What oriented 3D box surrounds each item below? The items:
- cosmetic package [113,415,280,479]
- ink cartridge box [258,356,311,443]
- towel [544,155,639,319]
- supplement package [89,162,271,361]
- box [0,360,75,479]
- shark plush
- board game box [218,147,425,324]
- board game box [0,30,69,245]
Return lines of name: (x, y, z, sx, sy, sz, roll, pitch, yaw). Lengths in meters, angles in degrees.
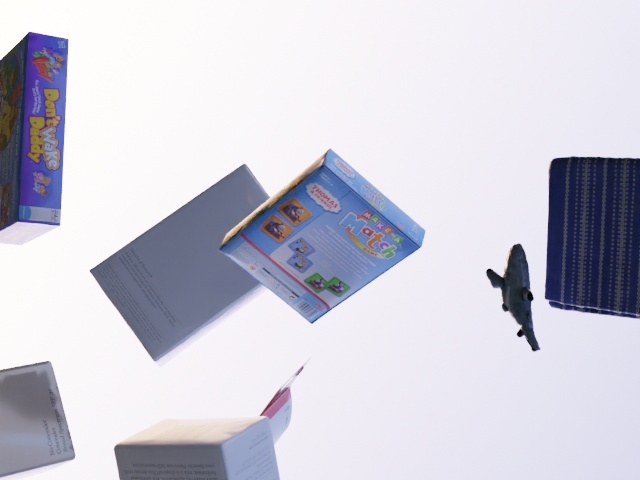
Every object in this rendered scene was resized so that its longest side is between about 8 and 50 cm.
cosmetic package: (-0.180, 0.539, 2.075, 0.230, 0.161, 0.453, -5, -82, 29)
ink cartridge box: (-0.090, 0.341, 2.237, 0.232, 0.066, 0.189, -50, 175, 22)
towel: (0.468, -0.003, 1.810, 0.336, 0.040, 0.243, 7, -82, 52)
supplement package: (-0.188, 0.043, 1.918, 0.293, 0.175, 0.177, -36, 175, -9)
box: (-0.490, 0.258, 1.564, 0.121, 0.311, 0.148, -27, -102, 45)
shark plush: (0.300, 0.089, 1.851, 0.067, 0.073, 0.161, 135, -41, -62)
board game box: (0.000, 0.000, 1.497, 0.211, 0.160, 0.039, -37, -159, 39)
board game box: (-0.543, -0.180, 2.236, 0.233, 0.078, 0.347, -16, -109, 58)
